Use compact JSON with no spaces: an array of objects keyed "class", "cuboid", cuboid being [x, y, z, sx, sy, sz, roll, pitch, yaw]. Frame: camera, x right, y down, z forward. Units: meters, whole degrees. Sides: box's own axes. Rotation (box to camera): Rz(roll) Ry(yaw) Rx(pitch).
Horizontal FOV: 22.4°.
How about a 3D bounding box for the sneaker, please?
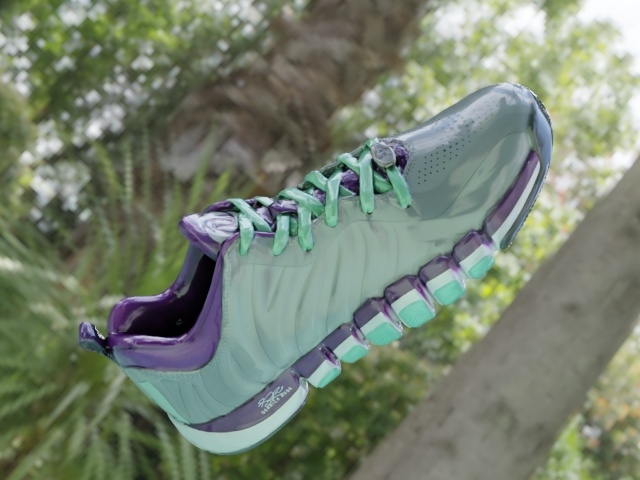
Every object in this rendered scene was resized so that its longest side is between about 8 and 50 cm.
[{"class":"sneaker","cuboid":[0.000,0.000,0.709,0.098,0.223,0.083,41,9,-36]}]
